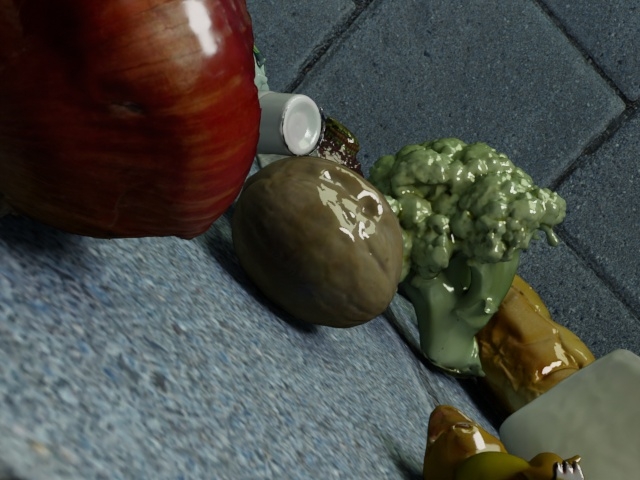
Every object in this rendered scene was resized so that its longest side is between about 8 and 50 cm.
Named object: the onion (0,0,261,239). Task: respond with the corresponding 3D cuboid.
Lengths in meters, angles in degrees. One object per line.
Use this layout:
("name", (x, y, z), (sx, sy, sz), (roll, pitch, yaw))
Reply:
("onion", (-0.142, -0.089, 0.399), (0.230, 0.163, 0.230), (39, -35, 34))

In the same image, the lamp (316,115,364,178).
("lamp", (0.005, -0.110, 1.231), (0.157, 0.135, 0.156), (48, 10, 11))

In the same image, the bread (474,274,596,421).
("bread", (0.272, 0.160, 1.107), (0.294, 0.132, 0.167), (52, -14, 54))

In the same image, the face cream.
("face cream", (-0.105, -0.120, 0.793), (0.243, 0.058, 0.092), (11, -18, 40))

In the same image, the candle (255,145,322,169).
("candle", (-0.020, -0.046, 0.847), (0.192, 0.068, 0.169), (-118, -170, -69))

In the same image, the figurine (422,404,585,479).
("figurine", (0.119, 0.188, 0.558), (0.176, 0.121, 0.122), (-141, -148, -80))

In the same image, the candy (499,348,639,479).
("candy", (0.258, 0.243, 0.563), (0.208, 0.145, 0.359), (61, 5, -14))

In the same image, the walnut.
("walnut", (-0.001, 0.001, 0.696), (0.162, 0.140, 0.140), (32, 10, -6))

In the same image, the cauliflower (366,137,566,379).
("cauliflower", (0.139, 0.010, 0.986), (0.260, 0.327, 0.281), (19, 67, -37))

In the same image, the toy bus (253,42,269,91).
("toy bus", (-0.172, -0.247, 0.981), (0.276, 0.133, 0.165), (42, 15, -55))

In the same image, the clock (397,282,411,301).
("clock", (0.101, -0.012, 1.433), (0.325, 0.067, 0.325), (43, 8, -8))
